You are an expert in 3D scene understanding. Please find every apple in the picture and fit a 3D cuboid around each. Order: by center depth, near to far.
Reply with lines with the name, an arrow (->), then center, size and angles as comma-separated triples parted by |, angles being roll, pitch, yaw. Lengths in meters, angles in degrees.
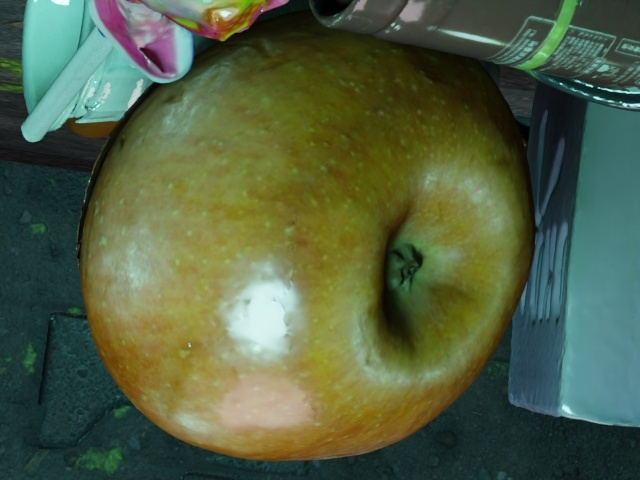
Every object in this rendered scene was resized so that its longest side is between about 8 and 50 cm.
apple -> 0.000, 0.000, 0.952 | 0.272, 0.251, 0.206 | -29, -164, -32

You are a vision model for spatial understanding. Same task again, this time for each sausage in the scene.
sausage -> -0.211, -0.143, 1.626 | 0.076, 0.076, 0.197 | 8, 175, -16

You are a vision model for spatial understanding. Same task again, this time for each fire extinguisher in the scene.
fire extinguisher -> 0.158, -0.128, 0.911 | 0.341, 0.105, 0.141 | 9, -169, -25

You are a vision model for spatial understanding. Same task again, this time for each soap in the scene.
soap -> 0.213, -0.010, 1.209 | 0.107, 0.285, 0.296 | 7, 175, -1

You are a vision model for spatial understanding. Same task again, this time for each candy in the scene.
candy -> -0.103, -0.118, 0.860 | 0.124, 0.124, 0.365 | 9, 159, -23

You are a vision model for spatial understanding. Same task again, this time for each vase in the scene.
vase -> -0.034, -0.124, 1.104 | 0.299, 0.143, 0.143 | 7, 177, -26

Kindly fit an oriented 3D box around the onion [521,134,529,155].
onion -> 0.220, -0.047, 1.723 | 0.177, 0.153, 0.177 | -10, 173, -1
